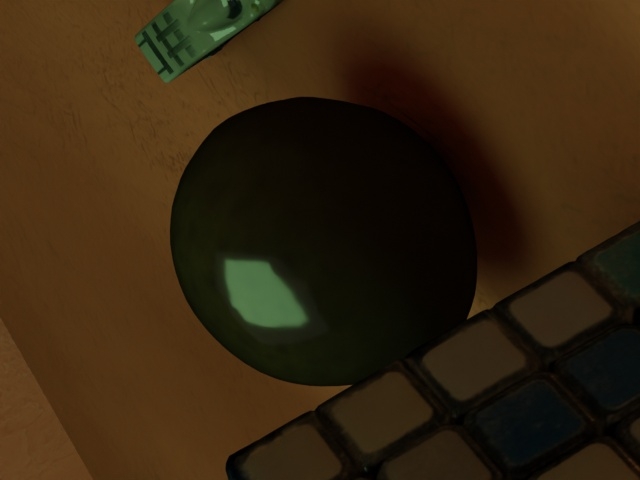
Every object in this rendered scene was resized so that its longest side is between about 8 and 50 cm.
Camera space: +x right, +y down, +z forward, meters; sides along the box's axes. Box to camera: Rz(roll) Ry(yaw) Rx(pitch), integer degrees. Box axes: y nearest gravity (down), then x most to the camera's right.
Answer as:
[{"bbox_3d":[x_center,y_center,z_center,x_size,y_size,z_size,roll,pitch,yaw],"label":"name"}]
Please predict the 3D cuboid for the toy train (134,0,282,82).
[{"bbox_3d":[-0.080,-0.166,1.362,0.052,0.051,0.234,55,162,-6],"label":"toy train"}]

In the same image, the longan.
[{"bbox_3d":[0.000,0.000,1.217,0.220,0.196,0.196,32,150,61],"label":"longan"}]

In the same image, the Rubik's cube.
[{"bbox_3d":[0.160,0.214,0.976,0.292,0.293,0.287,45,160,44],"label":"Rubik's cube"}]
